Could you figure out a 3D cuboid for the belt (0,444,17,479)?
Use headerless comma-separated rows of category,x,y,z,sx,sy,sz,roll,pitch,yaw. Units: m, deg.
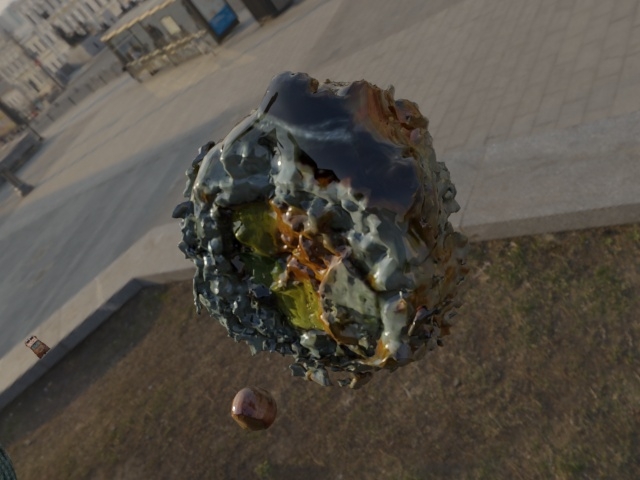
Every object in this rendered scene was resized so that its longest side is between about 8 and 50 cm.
belt,-0.493,0.330,0.827,0.082,0.163,0.148,-2,59,48

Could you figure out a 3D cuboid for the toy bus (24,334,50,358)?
toy bus,-0.633,0.235,1.356,0.031,0.043,0.110,-50,23,-24

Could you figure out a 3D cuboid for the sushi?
sushi,-0.002,0.003,0.786,0.417,0.417,0.176,-14,10,38

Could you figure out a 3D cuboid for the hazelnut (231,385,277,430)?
hazelnut,-0.125,0.316,1.145,0.086,0.086,0.086,-28,32,20
